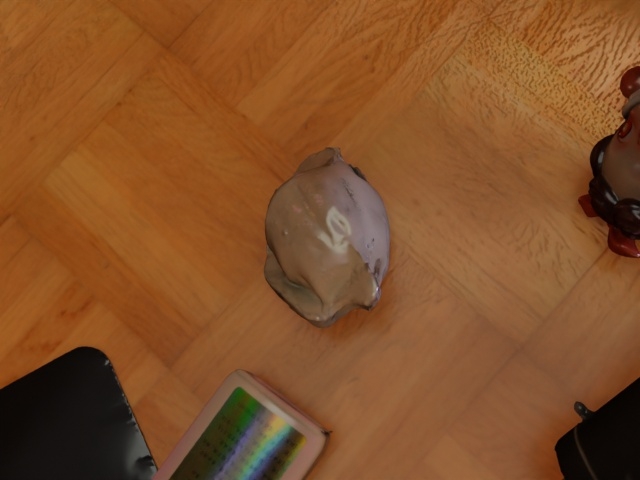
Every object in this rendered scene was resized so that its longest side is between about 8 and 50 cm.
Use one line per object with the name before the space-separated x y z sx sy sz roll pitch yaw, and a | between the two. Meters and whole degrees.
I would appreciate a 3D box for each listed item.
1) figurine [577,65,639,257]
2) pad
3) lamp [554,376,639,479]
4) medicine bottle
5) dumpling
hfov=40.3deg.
figurine | 0.321 -0.086 0.781 0.226 0.160 0.183 -51 60 34
pad | -0.308 0.239 0.889 0.267 0.004 0.181 -28 76 2
lamp | 0.318 0.175 0.690 0.272 0.205 0.374 -25 69 23
medicine bottle | -0.096 0.238 0.820 0.115 0.078 0.219 35 85 12
dumpling | 0.000 0.000 0.847 0.136 0.118 0.199 -32 47 15
